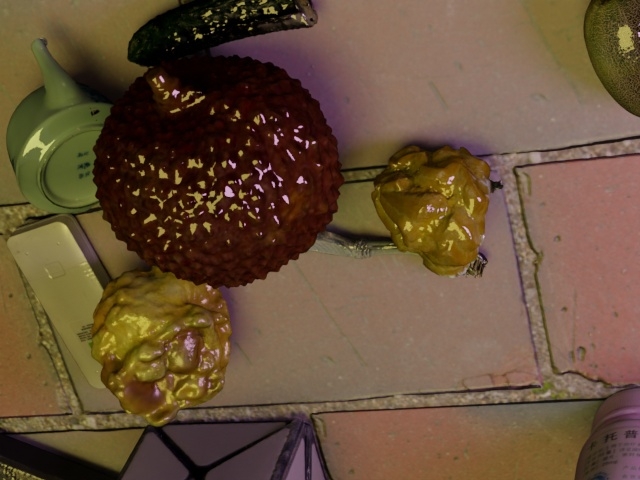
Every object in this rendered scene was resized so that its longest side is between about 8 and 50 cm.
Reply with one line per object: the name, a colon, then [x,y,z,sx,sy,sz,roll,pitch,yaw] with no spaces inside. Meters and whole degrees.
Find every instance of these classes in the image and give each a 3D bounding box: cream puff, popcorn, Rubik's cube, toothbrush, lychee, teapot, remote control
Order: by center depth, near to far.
lychee: [-0.116,-0.078,1.694,0.275,0.276,0.304,-11,137,22]
cream puff: [0.125,-0.035,1.733,0.156,0.121,0.156,11,127,15]
teapot: [-0.311,-0.124,1.809,0.159,0.159,0.232,12,133,9]
toothbrush: [0.000,0.000,1.842,0.413,0.042,0.035,9,122,14]
popcorn: [-0.200,0.125,1.894,0.197,0.155,0.198,-1,106,-5]
remote control: [-0.315,0.083,1.983,0.103,0.034,0.250,-18,113,25]
Rubik's cube: [-0.134,0.407,1.989,0.259,0.255,0.260,-7,117,20]

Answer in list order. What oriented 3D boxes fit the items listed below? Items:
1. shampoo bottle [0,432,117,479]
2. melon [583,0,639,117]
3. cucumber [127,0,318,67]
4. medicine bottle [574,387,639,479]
shampoo bottle: [-0.428,0.339,2.149,0.309,0.071,0.098,21,126,6]
melon: [0.336,-0.199,1.588,0.099,0.099,0.162,-17,122,24]
cucumber: [-0.123,-0.249,1.715,0.245,0.067,0.067,-10,116,23]
medicine bottle: [0.374,0.297,1.777,0.152,0.254,0.152,7,122,11]
